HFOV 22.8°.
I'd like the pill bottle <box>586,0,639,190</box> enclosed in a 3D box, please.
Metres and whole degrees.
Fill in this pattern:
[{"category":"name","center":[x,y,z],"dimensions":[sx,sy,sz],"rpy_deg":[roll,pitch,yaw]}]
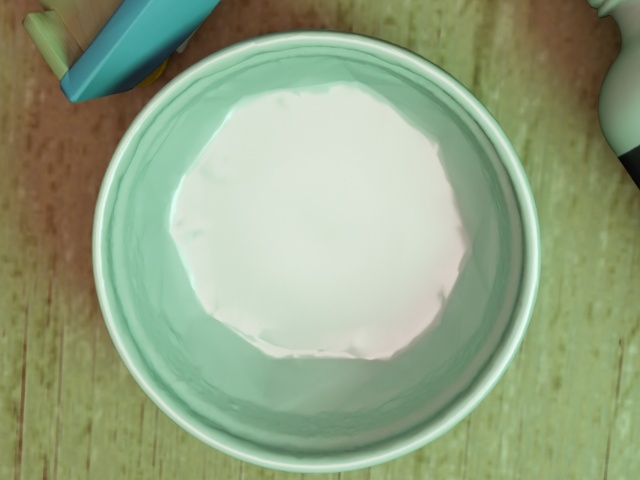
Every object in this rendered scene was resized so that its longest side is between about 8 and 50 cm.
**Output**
[{"category":"pill bottle","center":[0.250,-0.028,0.712],"dimensions":[0.181,0.181,0.323],"rpy_deg":[-34,87,7]}]

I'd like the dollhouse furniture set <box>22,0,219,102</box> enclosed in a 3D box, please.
[{"category":"dollhouse furniture set","center":[-0.070,-0.265,0.757],"dimensions":[0.286,0.198,0.303],"rpy_deg":[54,128,12]}]

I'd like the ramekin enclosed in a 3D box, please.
[{"category":"ramekin","center":[0.000,0.000,0.773],"dimensions":[0.207,0.109,0.207],"rpy_deg":[0,99,3]}]
